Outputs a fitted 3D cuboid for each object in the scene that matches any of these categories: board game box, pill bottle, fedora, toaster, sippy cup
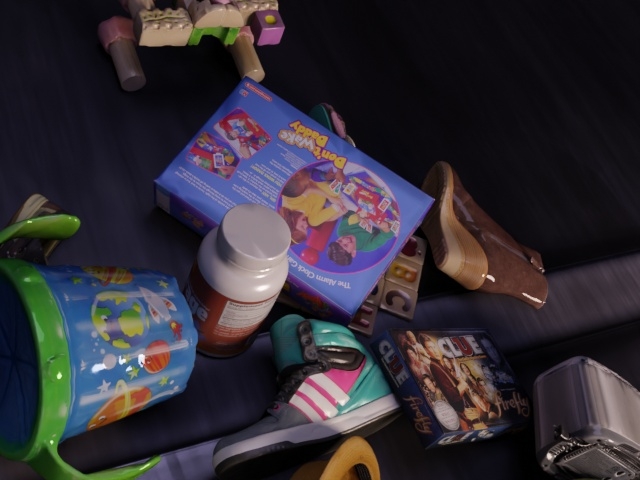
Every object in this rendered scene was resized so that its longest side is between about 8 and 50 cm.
[{"bbox_3d":[-0.040,-0.059,1.448,0.347,0.078,0.233,34,66,7],"label":"board game box"},{"bbox_3d":[0.194,0.201,1.361,0.243,0.042,0.165,5,48,-47],"label":"board game box"},{"bbox_3d":[-0.114,0.052,1.290,0.121,0.216,0.121,12,48,-14],"label":"pill bottle"},{"bbox_3d":[0.005,0.328,1.183,0.079,0.194,0.194,4,39,30],"label":"fedora"},{"bbox_3d":[0.382,0.265,1.363,0.227,0.129,0.146,33,38,-26],"label":"toaster"},{"bbox_3d":[-0.281,0.126,1.169,0.224,0.305,0.240,-7,11,-40],"label":"sippy cup"}]

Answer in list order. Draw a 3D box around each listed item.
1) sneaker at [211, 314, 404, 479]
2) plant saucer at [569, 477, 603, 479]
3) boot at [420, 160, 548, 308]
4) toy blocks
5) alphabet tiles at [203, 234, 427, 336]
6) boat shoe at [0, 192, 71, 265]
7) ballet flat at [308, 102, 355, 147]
[{"bbox_3d":[-0.038,0.191,1.268,0.295,0.124,0.178,-11,62,-39],"label":"sneaker"},{"bbox_3d":[0.368,0.429,1.257,0.241,0.037,0.241,6,69,-16],"label":"plant saucer"},{"bbox_3d":[0.270,-0.008,1.615,0.207,0.090,0.248,20,45,-23],"label":"boot"},{"bbox_3d":[-0.207,-0.441,1.594,0.288,0.309,0.260,-7,62,-28],"label":"toy blocks"},{"bbox_3d":[0.000,0.000,1.522,0.342,0.011,0.285,22,47,-5],"label":"alphabet tiles"},{"bbox_3d":[-0.394,0.024,1.287,0.073,0.080,0.223,18,43,-1],"label":"boat shoe"},{"bbox_3d":[0.033,-0.134,1.598,0.079,0.077,0.221,19,44,-34],"label":"ballet flat"}]
